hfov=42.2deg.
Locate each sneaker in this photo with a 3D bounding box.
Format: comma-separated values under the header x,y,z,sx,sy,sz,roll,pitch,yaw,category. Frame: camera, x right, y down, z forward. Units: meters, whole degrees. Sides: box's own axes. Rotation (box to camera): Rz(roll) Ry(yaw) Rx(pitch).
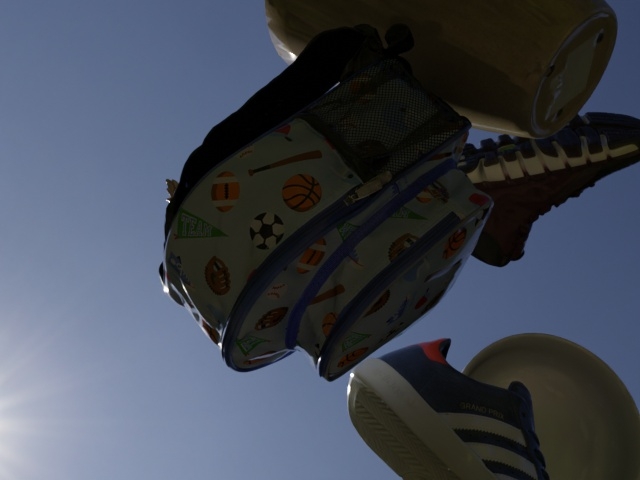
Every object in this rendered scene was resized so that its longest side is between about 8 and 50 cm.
x,y,z,sx,sy,sz,roll,pitch,yaw,category
0.180,0.224,0.795,0.350,0.148,0.131,50,-33,30,sneaker
0.270,-0.054,1.027,0.281,0.106,0.163,-10,-59,15,sneaker

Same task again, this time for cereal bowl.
x,y,z,sx,sy,sz,roll,pitch,yaw,category
0.373,0.340,1.437,0.338,0.339,0.141,22,-25,3,cereal bowl

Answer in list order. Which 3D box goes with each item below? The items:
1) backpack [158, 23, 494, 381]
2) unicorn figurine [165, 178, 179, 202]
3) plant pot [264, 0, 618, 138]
x,y,z,sx,sy,sz,roll,pitch,yaw,category
0.000,0.000,0.716,0.213,0.263,0.277,51,-23,26,backpack
-0.111,-0.031,1.018,0.161,0.060,0.111,5,-85,22,unicorn figurine
0.132,-0.218,0.798,0.274,0.256,0.257,38,-47,30,plant pot
